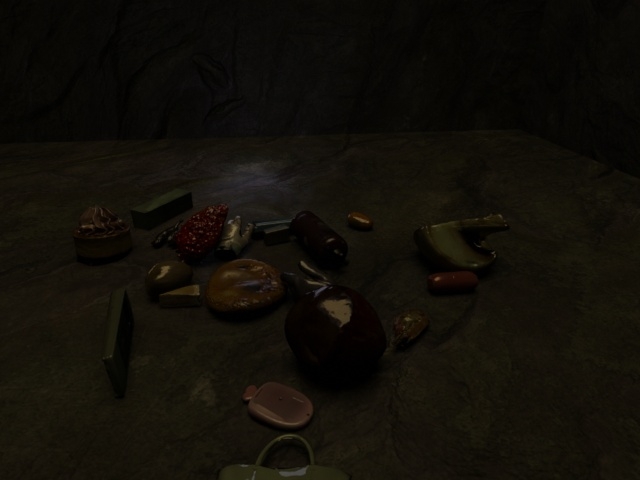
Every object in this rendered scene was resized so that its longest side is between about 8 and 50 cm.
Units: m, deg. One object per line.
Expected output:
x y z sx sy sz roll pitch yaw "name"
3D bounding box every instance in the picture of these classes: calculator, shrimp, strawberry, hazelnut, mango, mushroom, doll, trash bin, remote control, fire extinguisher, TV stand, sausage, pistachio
-0.094 0.348 0.895 0.166 0.024 0.103 13 30 22 "calculator"
0.230 0.234 1.106 0.091 0.043 0.184 5 20 26 "shrimp"
-0.409 -0.031 1.438 0.098 0.228 0.174 32 23 -41 "strawberry"
0.041 0.204 0.983 0.218 0.218 0.234 -23 34 -37 "hazelnut"
0.161 -0.078 1.693 0.114 0.057 0.079 21 27 30 "mango"
0.474 0.022 1.438 0.292 0.211 0.217 -19 -13 -12 "mushroom"
-0.549 -0.015 1.580 0.139 0.057 0.165 26 45 38 "doll"
-0.167 -0.021 1.578 0.092 0.060 0.043 -13 29 -21 "trash bin"
-0.187 -0.061 1.653 0.210 0.039 0.121 -8 11 -16 "calculator"
-0.484 0.237 1.012 0.038 0.123 0.285 -11 27 -16 "remote control"
0.000 0.000 1.464 0.135 0.114 0.337 33 6 -37 "fire extinguisher"
-0.670 -0.137 1.789 0.088 0.082 0.269 14 30 22 "TV stand"
0.405 0.126 1.284 0.154 0.062 0.062 -3 27 -8 "sausage"
-0.462 0.115 1.276 0.149 0.113 0.113 -16 31 -37 "pistachio"

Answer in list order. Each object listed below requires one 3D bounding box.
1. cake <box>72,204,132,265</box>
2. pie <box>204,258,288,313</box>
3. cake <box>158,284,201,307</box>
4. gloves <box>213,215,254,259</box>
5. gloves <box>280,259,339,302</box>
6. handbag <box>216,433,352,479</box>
-0.776 -0.032 1.484 0.185 0.178 0.207 -1 30 -4 "cake"
-0.221 0.139 1.256 0.274 0.069 0.273 0 29 0 "pie"
-0.407 0.169 1.218 0.121 0.052 0.065 -12 32 -23 "cake"
-0.323 -0.025 1.526 0.128 0.111 0.212 -17 47 18 "gloves"
-0.003 0.147 1.180 0.286 0.142 0.119 21 7 36 "gloves"
-0.066 0.447 0.673 0.241 0.109 0.315 1 14 1 "handbag"
